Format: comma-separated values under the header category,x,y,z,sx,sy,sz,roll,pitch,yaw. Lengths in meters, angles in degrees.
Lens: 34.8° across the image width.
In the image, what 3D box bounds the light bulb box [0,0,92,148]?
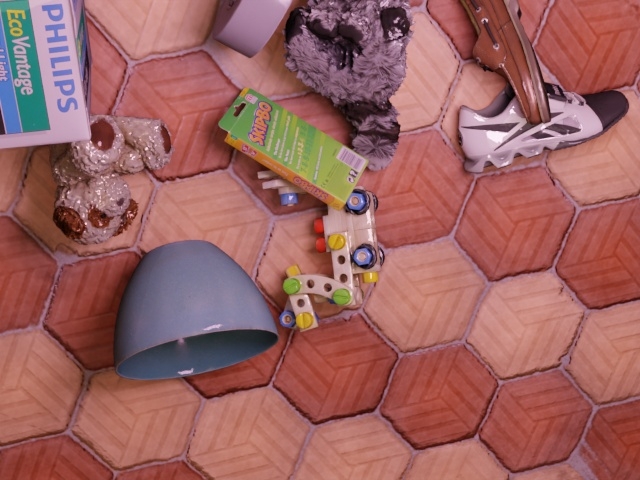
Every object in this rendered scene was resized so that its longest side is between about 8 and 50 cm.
category,x,y,z,sx,sy,sz,roll,pitch,yaw
light bulb box,-0.539,-0.299,1.550,0.360,0.358,0.225,-7,119,-8

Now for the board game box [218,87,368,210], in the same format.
category,x,y,z,sx,sy,sz,roll,pitch,yaw
board game box,-0.050,-0.164,1.799,0.259,0.124,0.039,33,139,-4

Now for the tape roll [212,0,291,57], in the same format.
category,x,y,z,sx,sy,sz,roll,pitch,yaw
tape roll,-0.097,-0.414,1.685,0.072,0.219,0.219,27,100,-18

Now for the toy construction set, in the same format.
category,x,y,z,sx,sy,sz,roll,pitch,yaw
toy construction set,0.000,0.000,1.878,0.215,0.151,0.328,-8,102,17

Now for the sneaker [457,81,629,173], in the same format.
category,x,y,z,sx,sy,sz,roll,pitch,yaw
sneaker,0.411,-0.243,1.887,0.330,0.122,0.146,-19,111,-5

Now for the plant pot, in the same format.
category,x,y,z,sx,sy,sz,roll,pitch,yaw
plant pot,-0.234,0.112,1.812,0.290,0.290,0.196,-11,72,-8

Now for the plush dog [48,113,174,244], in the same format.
category,x,y,z,sx,sy,sz,roll,pitch,yaw
plush dog,-0.395,-0.103,1.742,0.210,0.262,0.226,6,97,21

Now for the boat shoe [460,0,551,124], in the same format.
category,x,y,z,sx,sy,sz,roll,pitch,yaw
boat shoe,0.325,-0.338,1.816,0.104,0.110,0.307,-18,76,14

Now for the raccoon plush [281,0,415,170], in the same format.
category,x,y,z,sx,sy,sz,roll,pitch,yaw
raccoon plush,0.068,-0.374,1.786,0.216,0.299,0.446,12,149,6
